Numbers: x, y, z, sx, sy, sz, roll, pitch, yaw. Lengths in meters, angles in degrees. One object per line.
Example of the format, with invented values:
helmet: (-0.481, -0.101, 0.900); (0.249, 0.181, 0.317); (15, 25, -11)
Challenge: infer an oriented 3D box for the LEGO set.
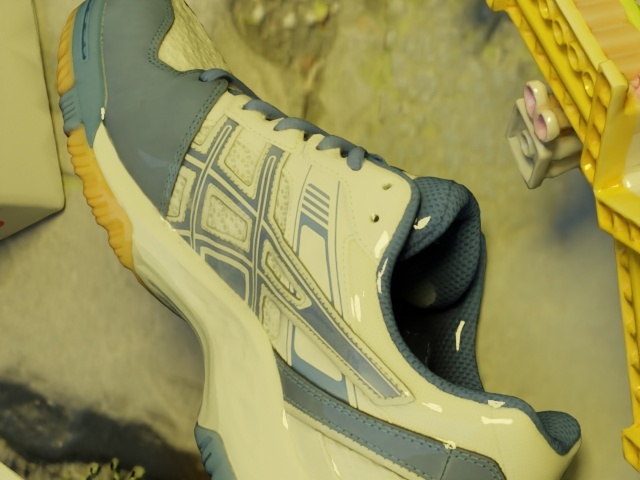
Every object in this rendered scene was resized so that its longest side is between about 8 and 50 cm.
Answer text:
LEGO set: (0.131, -0.016, 0.605); (0.132, 0.107, 0.287); (116, 138, -71)

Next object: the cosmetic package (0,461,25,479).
cosmetic package: (-0.128, 0.166, 0.749); (0.117, 0.085, 0.231); (29, 152, 41)

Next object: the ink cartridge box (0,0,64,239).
ink cartridge box: (-0.310, -0.046, 0.884); (0.226, 0.306, 0.131); (-22, 73, 43)

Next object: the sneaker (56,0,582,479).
sneaker: (0.000, 0.000, 0.728); (0.131, 0.112, 0.296); (-37, 63, 19)
